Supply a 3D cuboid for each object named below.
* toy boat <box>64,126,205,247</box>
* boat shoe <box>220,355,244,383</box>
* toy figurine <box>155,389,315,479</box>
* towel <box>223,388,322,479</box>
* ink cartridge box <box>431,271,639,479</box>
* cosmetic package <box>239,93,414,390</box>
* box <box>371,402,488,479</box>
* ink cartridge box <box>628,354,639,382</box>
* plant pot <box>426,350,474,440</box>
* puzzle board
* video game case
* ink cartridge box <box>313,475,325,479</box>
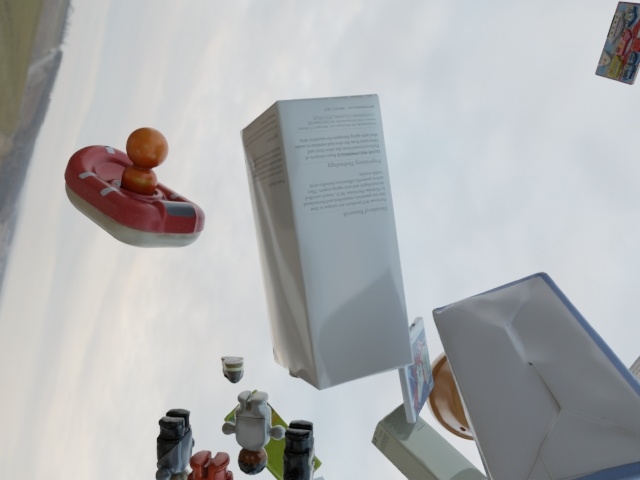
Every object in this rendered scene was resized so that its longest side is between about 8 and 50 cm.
[{"bbox_3d":[-0.267,-0.093,0.758,0.231,0.151,0.151,29,-74,31],"label":"toy boat"},{"bbox_3d":[-0.202,0.293,1.176,0.152,0.056,0.049,142,-50,-81],"label":"boat shoe"},{"bbox_3d":[-0.123,0.329,0.741,0.209,0.212,0.148,11,-77,51],"label":"toy figurine"},{"bbox_3d":[-0.110,0.467,1.198,0.102,0.237,0.021,-42,178,-12],"label":"towel"},{"bbox_3d":[0.265,0.277,0.569,0.270,0.151,0.396,-92,163,-63],"label":"ink cartridge box"},{"bbox_3d":[0.000,0.000,0.737,0.197,0.155,0.366,-178,-102,-67],"label":"cosmetic package"},{"bbox_3d":[0.261,0.534,1.252,0.275,0.113,0.094,39,-46,33],"label":"box"},{"bbox_3d":[0.690,0.289,0.888,0.100,0.171,0.237,78,-5,-52],"label":"ink cartridge box"},{"bbox_3d":[0.470,0.459,1.539,0.203,0.290,0.291,77,19,-80],"label":"plant pot"},{"bbox_3d":[0.535,-0.348,0.907,0.096,0.011,0.128,-117,-150,-59],"label":"puzzle board"},{"bbox_3d":[0.238,0.319,1.292,0.023,0.183,0.202,-4,-76,29],"label":"video game case"},{"bbox_3d":[-0.001,0.593,0.987,0.208,0.086,0.153,47,-61,32],"label":"ink cartridge box"}]
